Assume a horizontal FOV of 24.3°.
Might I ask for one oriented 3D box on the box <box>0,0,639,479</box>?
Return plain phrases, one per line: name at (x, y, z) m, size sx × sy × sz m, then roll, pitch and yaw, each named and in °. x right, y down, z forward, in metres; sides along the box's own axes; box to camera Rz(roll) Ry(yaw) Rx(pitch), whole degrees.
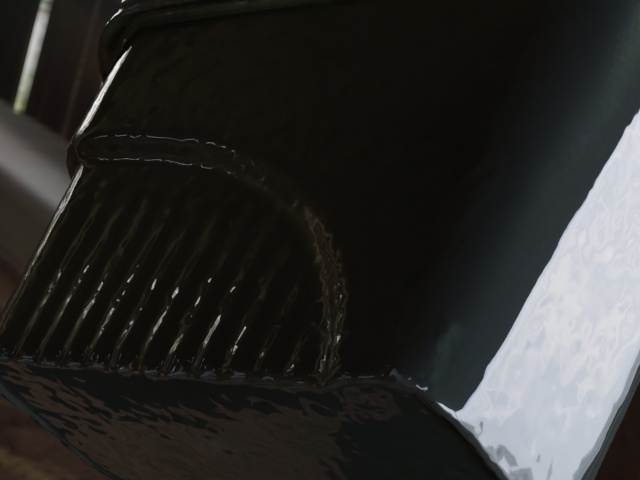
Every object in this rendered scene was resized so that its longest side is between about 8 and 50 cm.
box at (0.000, 0.000, 0.536) m, size 0.274 × 0.178 × 0.138 m, roll -2°, pitch -41°, yaw 44°
